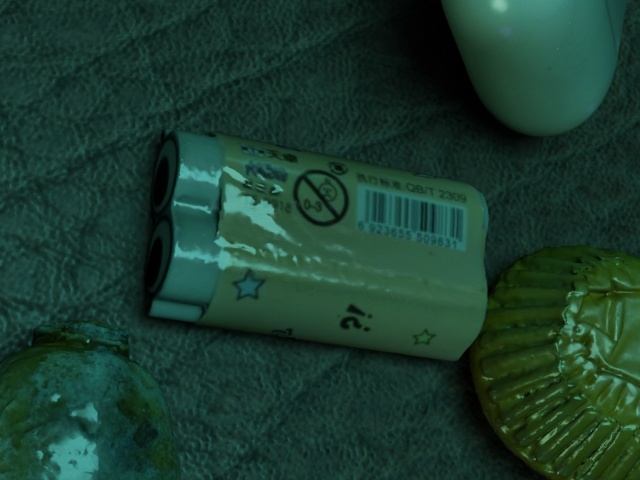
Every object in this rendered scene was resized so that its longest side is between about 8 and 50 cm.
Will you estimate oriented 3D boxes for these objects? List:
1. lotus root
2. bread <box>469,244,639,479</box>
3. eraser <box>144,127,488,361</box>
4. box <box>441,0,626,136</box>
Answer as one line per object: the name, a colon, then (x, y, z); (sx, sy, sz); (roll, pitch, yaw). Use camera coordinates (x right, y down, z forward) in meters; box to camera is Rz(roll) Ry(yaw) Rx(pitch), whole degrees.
lotus root: (-0.189, 0.228, 1.114); (0.175, 0.175, 0.349); (2, 80, -24)
bread: (0.251, 0.110, 1.355); (0.240, 0.139, 0.240); (6, 71, -19)
eraser: (0.000, 0.000, 1.307); (0.290, 0.087, 0.171); (10, 69, -22)
box: (0.209, -0.291, 1.387); (0.141, 0.288, 0.349); (5, 67, 19)
